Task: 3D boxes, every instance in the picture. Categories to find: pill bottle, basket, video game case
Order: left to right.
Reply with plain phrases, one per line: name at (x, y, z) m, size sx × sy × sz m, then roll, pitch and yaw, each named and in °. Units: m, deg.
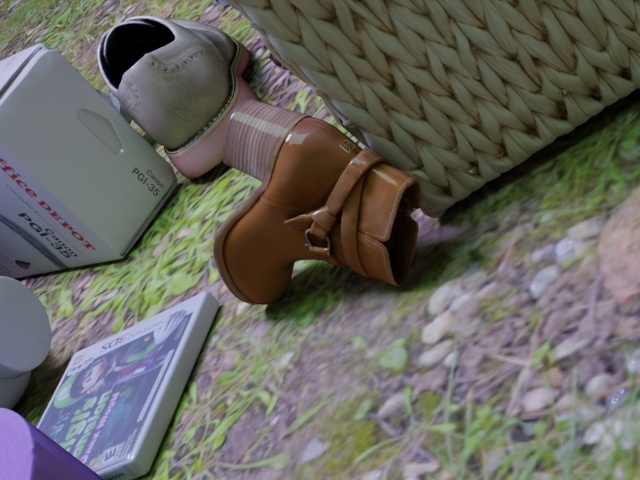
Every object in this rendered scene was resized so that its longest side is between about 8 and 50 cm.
pill bottle at (-0.374, 0.123, 1.395) m, size 0.264 × 0.146 × 0.146 m, roll -26°, pitch 29°, yaw 33°
video game case at (-0.175, 0.137, 1.213) m, size 0.173 × 0.022 × 0.190 m, roll -26°, pitch 29°, yaw 35°
basket at (0.086, -0.257, 1.089) m, size 0.266 × 0.331 × 0.328 m, roll -35°, pitch 24°, yaw 23°

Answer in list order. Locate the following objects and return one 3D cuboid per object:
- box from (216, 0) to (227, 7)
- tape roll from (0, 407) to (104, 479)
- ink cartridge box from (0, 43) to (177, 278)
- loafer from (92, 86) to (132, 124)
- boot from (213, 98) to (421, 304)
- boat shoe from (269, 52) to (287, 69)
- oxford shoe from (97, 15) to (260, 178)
box at (-0.084, -0.365, 1.906) m, size 0.094 × 0.027 × 0.137 m, roll -27°, pitch 28°, yaw 33°
tape roll at (-0.272, 0.257, 1.054) m, size 0.275 × 0.090 × 0.275 m, roll -34°, pitch 30°, yaw 23°
ink cartridge box at (-0.317, -0.074, 1.556) m, size 0.283 × 0.207 × 0.117 m, roll -10°, pitch 41°, yaw 52°
loafer at (-0.316, -0.108, 1.764) m, size 0.319 × 0.111 × 0.112 m, roll -18°, pitch 73°, yaw 61°
boot at (0.000, 0.000, 1.086) m, size 0.152 × 0.197 × 0.073 m, roll 26°, pitch 51°, yaw 24°
boat shoe at (-0.021, -0.266, 1.523) m, size 0.064 × 0.060 × 0.178 m, roll -43°, pitch -27°, yaw -76°
oxford shoe at (-0.166, -0.198, 1.604) m, size 0.140 × 0.146 × 0.397 m, roll -45°, pitch 23°, yaw 2°
